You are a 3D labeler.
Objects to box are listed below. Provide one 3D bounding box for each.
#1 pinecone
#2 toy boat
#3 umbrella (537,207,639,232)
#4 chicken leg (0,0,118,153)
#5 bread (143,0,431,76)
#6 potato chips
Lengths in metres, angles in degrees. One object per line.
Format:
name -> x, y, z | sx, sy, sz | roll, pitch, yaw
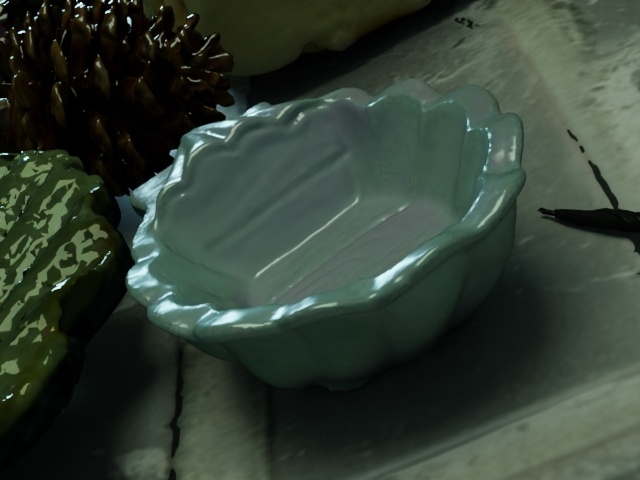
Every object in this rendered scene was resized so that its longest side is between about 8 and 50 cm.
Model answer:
pinecone -> -0.143, -0.101, 0.942 | 0.173, 0.173, 0.173 | -21, 26, 11
toy boat -> 0.000, 0.000, 0.688 | 0.199, 0.100, 0.290 | -33, 27, -14
umbrella -> 0.157, -0.008, 0.652 | 0.149, 0.022, 0.022 | 9, 80, 63
chicken leg -> -0.293, -0.080, 1.071 | 0.361, 0.140, 0.211 | -55, 1, -16
bread -> -0.012, -0.330, 1.104 | 0.371, 0.279, 0.390 | -30, 26, -10
potato chips -> -0.258, 0.092, 0.731 | 0.358, 0.070, 0.429 | -7, 41, 43
